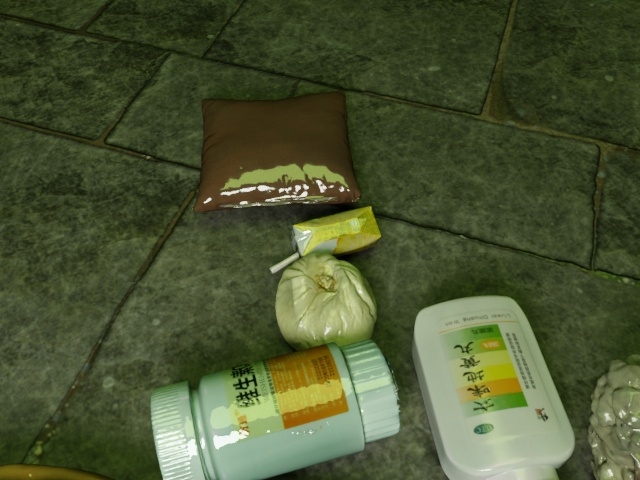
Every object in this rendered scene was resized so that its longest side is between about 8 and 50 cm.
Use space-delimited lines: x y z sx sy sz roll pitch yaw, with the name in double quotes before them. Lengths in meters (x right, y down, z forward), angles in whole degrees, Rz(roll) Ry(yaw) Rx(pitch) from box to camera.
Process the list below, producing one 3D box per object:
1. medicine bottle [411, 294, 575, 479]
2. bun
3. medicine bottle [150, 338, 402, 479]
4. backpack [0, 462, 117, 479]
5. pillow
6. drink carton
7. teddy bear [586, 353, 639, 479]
"medicine bottle" 0.246 0.243 0.873 0.179 0.124 0.324 -7 55 -4
"bun" 0.010 0.102 0.987 0.164 0.111 0.188 -1 57 3
"medicine bottle" -0.059 0.241 0.854 0.318 0.158 0.158 -12 54 -9
"backpack" -0.356 0.433 0.689 0.379 0.201 0.353 -1 52 3
"pillow" -0.089 -0.180 1.199 0.308 0.108 0.305 -5 52 -2
"drink carton" 0.000 0.000 1.083 0.200 0.084 0.074 -14 77 -10
"teddy bear" 0.534 0.306 0.774 0.368 0.224 0.357 -8 68 -8
